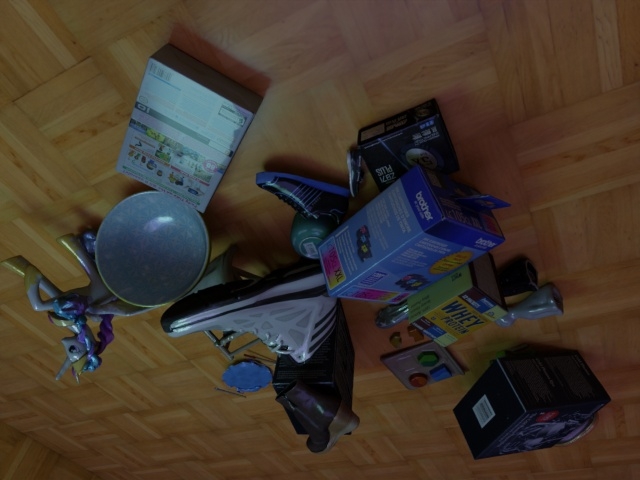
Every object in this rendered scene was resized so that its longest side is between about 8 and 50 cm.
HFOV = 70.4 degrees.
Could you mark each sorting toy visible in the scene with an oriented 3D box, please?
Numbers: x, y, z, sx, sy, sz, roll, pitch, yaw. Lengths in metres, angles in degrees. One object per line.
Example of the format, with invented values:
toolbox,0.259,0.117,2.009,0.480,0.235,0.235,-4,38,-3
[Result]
sorting toy,0.323,0.407,1.529,0.229,0.041,0.307,-24,124,26

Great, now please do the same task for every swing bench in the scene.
swing bench,-0.263,0.188,1.328,0.253,0.165,0.255,-33,120,31

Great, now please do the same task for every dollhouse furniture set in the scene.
dollhouse furniture set,0.624,0.394,1.468,0.152,0.058,0.076,-33,121,31

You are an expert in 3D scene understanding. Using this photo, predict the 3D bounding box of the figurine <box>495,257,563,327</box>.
figurine,0.532,0.165,1.270,0.215,0.092,0.209,37,133,-25

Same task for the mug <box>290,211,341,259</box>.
mug,0.000,-0.007,1.166,0.158,0.097,0.129,22,130,-12

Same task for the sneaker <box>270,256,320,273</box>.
sneaker,-0.058,0.077,1.282,0.170,0.051,0.089,3,132,-2

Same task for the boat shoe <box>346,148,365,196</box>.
boat shoe,0.085,-0.157,1.060,0.038,0.046,0.125,-5,128,7

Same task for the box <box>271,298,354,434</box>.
box,-0.007,0.385,1.382,0.183,0.294,0.296,-5,130,12

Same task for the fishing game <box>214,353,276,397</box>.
fishing game,-0.270,0.503,1.693,0.189,0.041,0.264,21,125,-21

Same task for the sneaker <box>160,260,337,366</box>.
sneaker,-0.149,0.226,1.136,0.448,0.169,0.257,-14,102,-21

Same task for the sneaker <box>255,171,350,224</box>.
sneaker,-0.046,-0.101,1.080,0.232,0.090,0.081,12,176,-4

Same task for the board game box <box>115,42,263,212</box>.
board game box,-0.296,-0.234,1.006,0.224,0.097,0.303,27,128,-15

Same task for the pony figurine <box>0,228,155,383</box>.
pony figurine,-0.617,0.155,1.247,0.303,0.351,0.363,-17,100,46

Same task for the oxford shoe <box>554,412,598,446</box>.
oxford shoe,0.809,0.667,1.645,0.133,0.130,0.364,41,124,-18

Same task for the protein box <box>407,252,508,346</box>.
protein box,0.341,0.125,1.170,0.136,0.201,0.200,34,127,-21

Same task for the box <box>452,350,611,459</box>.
box,0.656,0.527,1.449,0.313,0.179,0.343,-1,134,-17

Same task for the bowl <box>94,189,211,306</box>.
bowl,-0.412,0.025,1.186,0.290,0.289,0.156,6,175,2

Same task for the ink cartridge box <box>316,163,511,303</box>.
ink cartridge box,0.220,-0.011,1.031,0.270,0.151,0.395,12,139,-42

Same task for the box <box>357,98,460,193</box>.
box,0.191,-0.197,0.988,0.180,0.077,0.147,-18,127,21

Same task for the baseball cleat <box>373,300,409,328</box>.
baseball cleat,0.263,0.223,1.356,0.109,0.072,0.206,32,132,-28

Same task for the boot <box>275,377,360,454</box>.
boot,-0.032,0.473,1.230,0.207,0.090,0.248,33,130,-5
